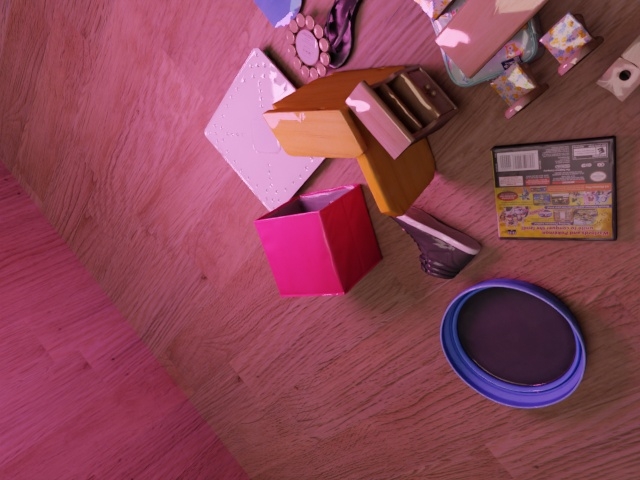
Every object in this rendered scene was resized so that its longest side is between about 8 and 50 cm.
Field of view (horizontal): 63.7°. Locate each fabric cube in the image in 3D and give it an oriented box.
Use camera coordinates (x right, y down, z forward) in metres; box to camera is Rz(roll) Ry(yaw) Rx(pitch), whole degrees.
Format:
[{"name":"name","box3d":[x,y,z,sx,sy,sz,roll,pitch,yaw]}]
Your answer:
[{"name":"fabric cube","box3d":[0.000,0.000,1.580,0.254,0.259,0.257,-8,108,36]}]

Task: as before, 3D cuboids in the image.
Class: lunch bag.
[{"name":"lunch bag","box3d":[0.371,-0.499,1.182,0.224,0.108,0.278,-13,103,38]}]

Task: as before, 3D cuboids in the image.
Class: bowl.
[{"name":"bowl","box3d":[0.538,0.288,1.456,0.392,0.077,0.390,15,119,29]}]

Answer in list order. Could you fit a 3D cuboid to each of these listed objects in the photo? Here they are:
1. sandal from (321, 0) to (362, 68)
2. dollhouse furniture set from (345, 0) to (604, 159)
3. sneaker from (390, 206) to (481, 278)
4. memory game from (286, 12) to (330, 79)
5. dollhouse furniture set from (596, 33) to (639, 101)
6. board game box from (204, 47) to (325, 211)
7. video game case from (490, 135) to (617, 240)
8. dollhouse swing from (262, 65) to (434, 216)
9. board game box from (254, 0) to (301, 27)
[{"name":"sandal","box3d":[0.051,-0.595,1.393,0.097,0.054,0.254,29,125,21]},{"name":"dollhouse furniture set","box3d":[0.275,-0.386,1.067,0.362,0.257,0.394,50,136,5]},{"name":"sneaker","box3d":[0.291,0.008,1.476,0.296,0.105,0.146,31,120,15]},{"name":"memory game","box3d":[-0.035,-0.550,1.468,0.186,0.012,0.186,35,141,34]},{"name":"dollhouse furniture set","box3d":[0.685,-0.322,1.032,0.184,0.129,0.128,43,129,12]},{"name":"board game box","box3d":[-0.164,-0.341,1.666,0.390,0.050,0.390,50,129,6]},{"name":"video game case","box3d":[0.571,-0.120,1.269,0.275,0.035,0.248,1,111,34]},{"name":"dollhouse swing","box3d":[0.094,-0.253,1.348,0.316,0.347,0.304,7,126,33]},{"name":"board game box","box3d":[-0.120,-0.705,1.479,0.133,0.033,0.168,-36,95,36]}]
